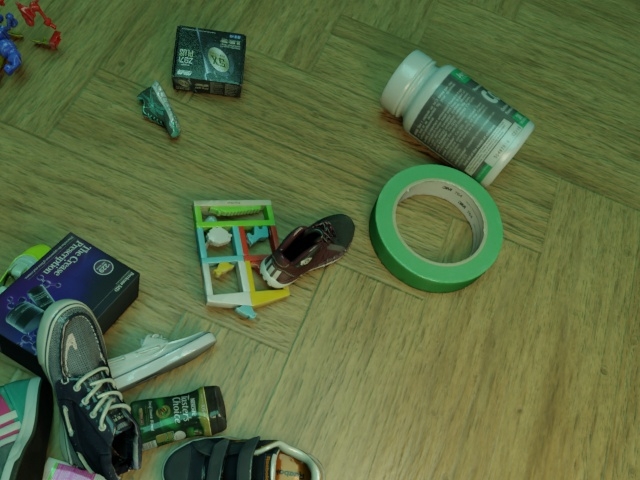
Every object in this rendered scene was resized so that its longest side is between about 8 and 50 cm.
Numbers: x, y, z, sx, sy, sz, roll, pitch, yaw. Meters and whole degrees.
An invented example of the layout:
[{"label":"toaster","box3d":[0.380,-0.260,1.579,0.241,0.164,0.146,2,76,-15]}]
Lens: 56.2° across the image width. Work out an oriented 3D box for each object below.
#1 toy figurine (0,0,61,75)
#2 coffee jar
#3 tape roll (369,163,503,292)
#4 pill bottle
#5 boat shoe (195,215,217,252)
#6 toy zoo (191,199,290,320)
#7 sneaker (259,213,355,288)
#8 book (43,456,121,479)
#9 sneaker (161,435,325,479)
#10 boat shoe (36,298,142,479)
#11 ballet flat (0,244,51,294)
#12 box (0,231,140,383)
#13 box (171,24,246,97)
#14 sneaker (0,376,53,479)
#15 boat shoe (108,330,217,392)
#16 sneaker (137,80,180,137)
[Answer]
[{"label":"toy figurine","box3d":[-0.850,-0.492,1.446,0.362,0.191,0.217,16,69,0]},{"label":"coffee jar","box3d":[-0.283,0.353,1.199,0.184,0.079,0.096,-9,45,-14]},{"label":"tape roll","box3d":[0.284,-0.033,1.478,0.321,0.077,0.321,3,65,-7]},{"label":"pill bottle","box3d":[0.344,-0.318,1.547,0.361,0.204,0.204,38,65,8]},{"label":"boat shoe","box3d":[-0.267,-0.018,1.402,0.035,0.035,0.100,20,64,0]},{"label":"toy zoo","box3d":[-0.180,0.042,1.368,0.192,0.030,0.293,-3,66,-25]},{"label":"sneaker","box3d":[0.000,0.000,1.351,0.281,0.162,0.106,-36,82,-33]},{"label":"book","box3d":[-0.468,0.481,1.143,0.144,0.035,0.096,17,61,-2]},{"label":"sneaker","box3d":[-0.148,0.442,1.163,0.321,0.127,0.126,3,66,-6]},{"label":"boat shoe","box3d":[-0.403,0.276,1.089,0.158,0.340,0.127,10,23,34]},{"label":"ballet flat","box3d":[-0.645,0.097,1.263,0.077,0.077,0.231,24,64,3]},{"label":"box","box3d":[-0.523,0.133,1.221,0.184,0.103,0.261,31,49,3]},{"label":"box","box3d":[-0.289,-0.464,1.561,0.180,0.077,0.147,6,76,-10]},{"label":"sneaker","box3d":[-0.603,0.377,1.083,0.178,0.124,0.295,-8,35,-8]},{"label":"boat shoe","box3d":[-0.346,0.235,1.240,0.258,0.095,0.084,-22,75,-19]},{"label":"sneaker","box3d":[-0.409,-0.320,1.512,0.076,0.065,0.166,-27,69,-2]}]
